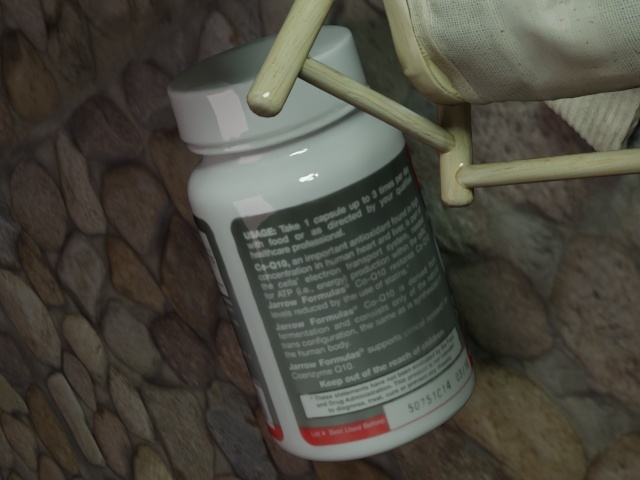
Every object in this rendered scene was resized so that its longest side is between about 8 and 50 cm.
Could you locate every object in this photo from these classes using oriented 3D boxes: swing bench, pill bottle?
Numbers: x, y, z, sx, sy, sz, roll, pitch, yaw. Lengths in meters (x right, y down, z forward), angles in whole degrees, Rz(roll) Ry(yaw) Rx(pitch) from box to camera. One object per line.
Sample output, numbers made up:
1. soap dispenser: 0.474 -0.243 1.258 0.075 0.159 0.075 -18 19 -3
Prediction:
1. swing bench: 0.127 -0.164 0.770 0.253 0.165 0.255 -3 71 45
2. pill bottle: 0.000 0.000 1.162 0.161 0.161 0.283 8 121 53

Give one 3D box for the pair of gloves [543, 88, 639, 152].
1. pair of gloves: 0.127 -0.180 0.946 0.240 0.042 0.204 49 147 17
